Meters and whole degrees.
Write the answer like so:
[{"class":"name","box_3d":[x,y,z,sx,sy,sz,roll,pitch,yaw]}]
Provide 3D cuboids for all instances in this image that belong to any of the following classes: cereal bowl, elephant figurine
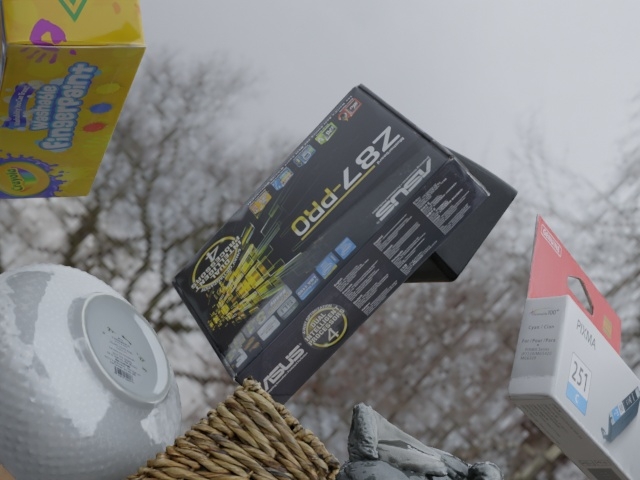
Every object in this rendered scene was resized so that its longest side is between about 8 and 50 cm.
[{"class":"cereal bowl","box_3d":[-0.293,0.167,1.804,0.339,0.141,0.339,45,24,-27]},{"class":"elephant figurine","box_3d":[0.056,0.224,1.220,0.186,0.169,0.239,-11,-26,31]}]

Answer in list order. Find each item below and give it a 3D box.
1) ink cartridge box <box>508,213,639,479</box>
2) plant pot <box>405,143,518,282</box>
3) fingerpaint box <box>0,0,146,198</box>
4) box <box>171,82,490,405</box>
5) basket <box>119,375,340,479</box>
[{"class":"ink cartridge box","box_3d":[0.345,0.146,1.817,0.066,0.261,0.296,-7,-34,33]},{"class":"plant pot","box_3d":[0.163,-0.057,2.253,0.167,0.188,0.187,44,-19,-18]},{"class":"fingerpaint box","box_3d":[-0.344,-0.300,1.757,0.445,0.163,0.371,129,-45,-63]},{"class":"box","box_3d":[0.000,0.000,1.895,0.097,0.395,0.318,43,3,-32]},{"class":"basket","box_3d":[-0.093,0.354,1.725,0.213,0.223,0.299,42,-24,22]}]
